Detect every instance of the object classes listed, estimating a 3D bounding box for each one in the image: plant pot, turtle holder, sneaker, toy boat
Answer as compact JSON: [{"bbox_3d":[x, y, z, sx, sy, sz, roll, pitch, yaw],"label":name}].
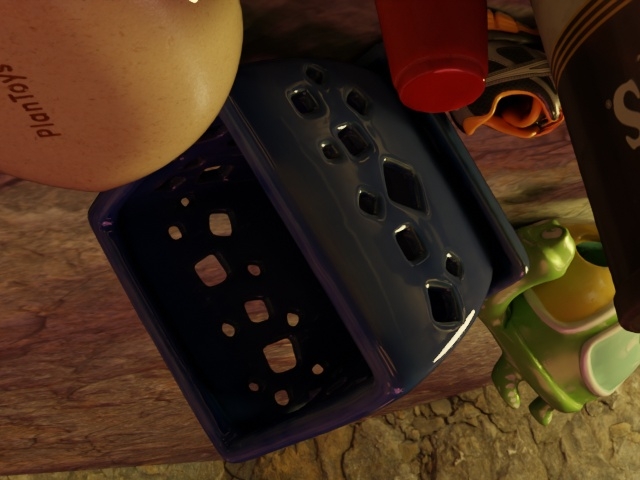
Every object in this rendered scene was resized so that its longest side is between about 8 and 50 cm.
[{"bbox_3d":[0.000,0.000,0.735,0.212,0.236,0.236,-27,175,-40],"label":"plant pot"},{"bbox_3d":[0.300,0.067,1.266,0.227,0.243,0.320,-33,117,16],"label":"turtle holder"},{"bbox_3d":[0.167,-0.118,0.756,0.214,0.083,0.084,-3,160,-30],"label":"sneaker"},{"bbox_3d":[-0.072,-0.130,0.497,0.318,0.148,0.267,-3,158,-2],"label":"toy boat"}]

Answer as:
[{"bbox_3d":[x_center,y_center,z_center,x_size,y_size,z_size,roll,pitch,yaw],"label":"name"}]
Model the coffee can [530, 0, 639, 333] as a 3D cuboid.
[{"bbox_3d":[0.198,-0.116,0.449,0.201,0.275,0.201,-11,163,-3],"label":"coffee can"}]
